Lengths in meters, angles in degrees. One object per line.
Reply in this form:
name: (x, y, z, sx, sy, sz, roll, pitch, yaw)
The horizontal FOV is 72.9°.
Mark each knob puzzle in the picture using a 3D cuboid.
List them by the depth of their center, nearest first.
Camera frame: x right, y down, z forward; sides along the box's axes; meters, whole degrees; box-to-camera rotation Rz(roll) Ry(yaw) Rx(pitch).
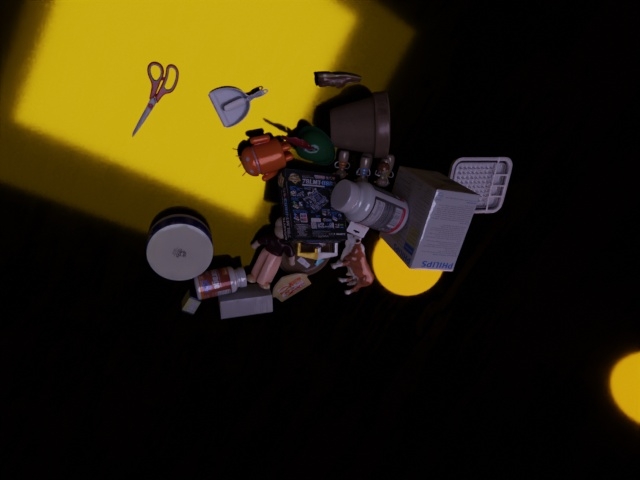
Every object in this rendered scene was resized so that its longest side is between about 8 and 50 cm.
knob puzzle: (-0.148, 0.203, 2.034, 0.213, 0.030, 0.213, -23, 148, -15)

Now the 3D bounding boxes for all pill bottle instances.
pill bottle: (0.205, -0.147, 1.826, 0.319, 0.176, 0.176, 17, 108, -35)
pill bottle: (-0.440, 0.180, 1.905, 0.216, 0.121, 0.121, -11, 117, -19)

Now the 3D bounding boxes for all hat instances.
hat: (-0.068, -0.340, 1.716, 0.208, 0.173, 0.183, 45, 54, -9)

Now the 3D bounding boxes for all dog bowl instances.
dog bowl: (-0.582, 0.030, 1.800, 0.265, 0.104, 0.264, -7, 117, -15)

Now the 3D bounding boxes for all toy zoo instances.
toy zoo: (-0.012, -0.032, 1.952, 0.193, 0.030, 0.293, 1, 96, -18)

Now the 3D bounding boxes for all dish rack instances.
dish rack: (0.753, -0.274, 2.115, 0.333, 0.072, 0.285, -3, 116, -17)

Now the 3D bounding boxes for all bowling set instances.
bowling set: (0.212, -0.286, 1.865, 0.287, 0.200, 0.154, 2, 115, -15)

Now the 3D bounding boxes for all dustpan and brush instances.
dustpan and brush: (-0.299, -0.531, 1.650, 0.211, 0.060, 0.147, -27, 120, -5)

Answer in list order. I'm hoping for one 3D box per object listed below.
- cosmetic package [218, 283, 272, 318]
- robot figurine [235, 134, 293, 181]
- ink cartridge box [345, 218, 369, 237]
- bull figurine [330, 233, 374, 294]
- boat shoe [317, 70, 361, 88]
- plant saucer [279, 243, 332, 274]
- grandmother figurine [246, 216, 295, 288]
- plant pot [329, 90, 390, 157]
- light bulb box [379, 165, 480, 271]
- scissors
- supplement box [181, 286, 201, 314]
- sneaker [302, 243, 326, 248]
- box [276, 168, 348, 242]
cosmetic package: (-0.345, 0.272, 1.981, 0.238, 0.127, 0.107, -7, 117, -13)
robot figurine: (-0.221, -0.329, 1.734, 0.220, 0.128, 0.158, -19, 160, -9)
ink cartridge box: (0.192, -0.115, 2.010, 0.104, 0.061, 0.181, 22, 106, -25)
bull figurine: (0.153, 0.115, 2.087, 0.189, 0.101, 0.310, -27, 118, 0)
boat shoe: (0.073, -0.637, 1.726, 0.178, 0.064, 0.060, -2, 120, -10)
plant saucer: (-0.071, 0.052, 2.017, 0.278, 0.041, 0.277, -8, 117, -15)
grandmother figurine: (-0.204, 0.050, 1.915, 0.208, 0.104, 0.342, 21, 111, -8)
plant pot: (0.153, -0.459, 1.746, 0.230, 0.263, 0.262, -2, 116, 1)
light bulb box: (0.467, -0.103, 1.937, 0.225, 0.358, 0.360, 5, 113, -19)
scissors: (-0.603, -0.504, 1.586, 0.109, 0.021, 0.297, 14, 108, -25)
supplement box: (-0.574, 0.270, 1.928, 0.056, 0.083, 0.083, 28, 103, -27)
sneaker: (0.000, 0.000, 1.916, 0.178, 0.072, 0.077, 7, 107, -11)
box: (-0.029, -0.137, 1.791, 0.296, 0.073, 0.293, -1, 79, -39)
